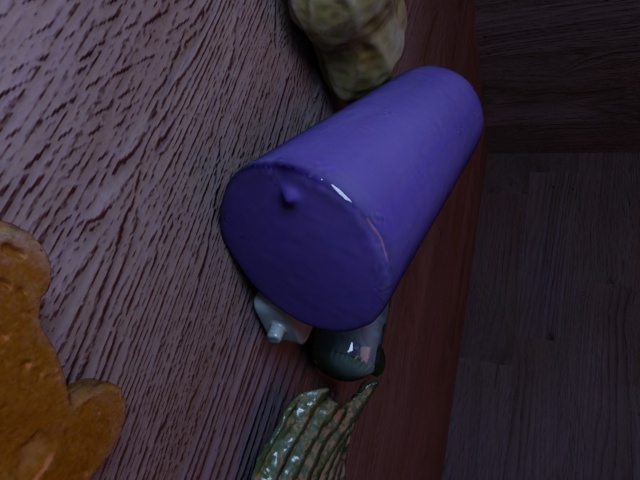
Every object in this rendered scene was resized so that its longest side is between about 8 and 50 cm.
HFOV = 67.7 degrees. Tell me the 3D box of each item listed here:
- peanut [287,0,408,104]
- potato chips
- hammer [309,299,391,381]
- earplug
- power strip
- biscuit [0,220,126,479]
[{"bbox_3d":[0.043,-0.335,0.663,0.340,0.158,0.174,35,46,-65],"label":"peanut"},{"bbox_3d":[-0.001,0.413,0.754,0.373,0.097,0.389,21,77,-64],"label":"potato chips"},{"bbox_3d":[0.078,0.185,0.895,0.335,0.119,0.206,67,36,-56],"label":"hammer"},{"bbox_3d":[0.088,-0.102,0.648,0.456,0.215,0.215,-46,135,-42],"label":"earplug"},{"bbox_3d":[0.001,0.000,0.736,0.385,0.062,0.091,-62,147,-41],"label":"power strip"},{"bbox_3d":[-0.215,0.161,0.303,0.205,0.049,0.324,-58,149,-47],"label":"biscuit"}]
